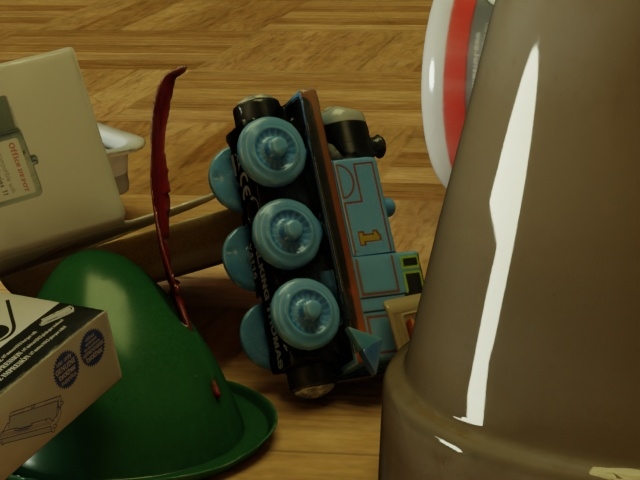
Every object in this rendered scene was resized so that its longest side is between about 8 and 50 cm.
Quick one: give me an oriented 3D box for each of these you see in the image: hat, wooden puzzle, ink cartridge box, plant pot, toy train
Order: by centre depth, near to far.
[{"bbox_3d":[-0.197,0.095,0.929,0.097,0.046,0.207,7,32,32],"label":"ink cartridge box"},{"bbox_3d":[0.188,-0.008,0.931,0.323,0.280,0.323,-1,15,0],"label":"plant pot"},{"bbox_3d":[-0.117,0.016,1.053,0.173,0.184,0.208,-7,15,-22],"label":"hat"},{"bbox_3d":[0.075,0.062,1.101,0.116,0.079,0.014,-18,-11,-32],"label":"wooden puzzle"},{"bbox_3d":[0.000,0.000,1.135,0.105,0.184,0.080,-6,-13,-25],"label":"toy train"},{"bbox_3d":[-0.264,-0.021,1.179,0.353,0.119,0.207,-17,-1,-35],"label":"ink cartridge box"},{"bbox_3d":[-0.093,0.007,1.272,0.236,0.032,0.236,-16,0,0],"label":"plant pot"}]

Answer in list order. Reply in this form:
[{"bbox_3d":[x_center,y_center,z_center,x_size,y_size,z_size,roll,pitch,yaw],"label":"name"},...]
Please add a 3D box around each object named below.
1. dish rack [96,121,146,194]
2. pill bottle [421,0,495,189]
[{"bbox_3d":[-0.329,-0.059,1.606,0.285,0.072,0.333,-9,16,-32],"label":"dish rack"},{"bbox_3d":[0.279,-0.125,1.526,0.362,0.210,0.210,4,15,21],"label":"pill bottle"}]
